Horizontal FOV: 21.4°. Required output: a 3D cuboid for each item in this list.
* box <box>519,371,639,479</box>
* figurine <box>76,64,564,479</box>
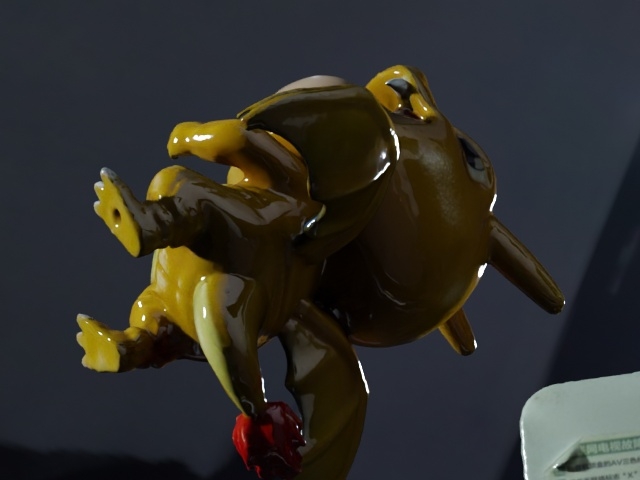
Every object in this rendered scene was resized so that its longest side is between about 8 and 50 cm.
[{"bbox_3d":[0.426,0.318,1.839,0.396,0.396,0.111,-8,145,10],"label":"box"},{"bbox_3d":[-0.007,0.031,1.472,0.387,0.401,0.268,-18,-157,-39],"label":"figurine"}]
